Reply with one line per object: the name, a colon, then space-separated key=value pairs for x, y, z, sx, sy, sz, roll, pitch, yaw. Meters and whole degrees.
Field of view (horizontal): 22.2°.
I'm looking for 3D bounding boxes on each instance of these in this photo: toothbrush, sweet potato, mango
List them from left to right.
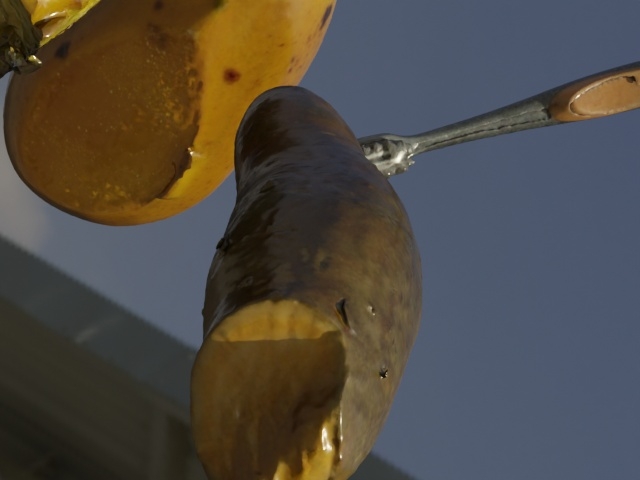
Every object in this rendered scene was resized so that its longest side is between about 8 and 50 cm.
mango: x=-0.087 y=-0.129 z=1.053 sx=0.160 sy=0.191 sz=0.290 roll=43 pitch=-49 yaw=-8
sweet potato: x=0.000 y=0.000 z=0.556 sx=0.243 sy=0.077 sz=0.077 roll=-83 pitch=177 yaw=-61
toothbrush: x=0.139 y=-0.069 z=0.729 sx=0.031 sy=0.321 sz=0.023 roll=-146 pitch=-139 yaw=-70

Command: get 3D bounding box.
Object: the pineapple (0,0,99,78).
pineapple: x=-0.113 y=-0.158 z=0.676 sx=0.140 sy=0.164 sz=0.250 roll=56 pitch=-6 yaw=-10
